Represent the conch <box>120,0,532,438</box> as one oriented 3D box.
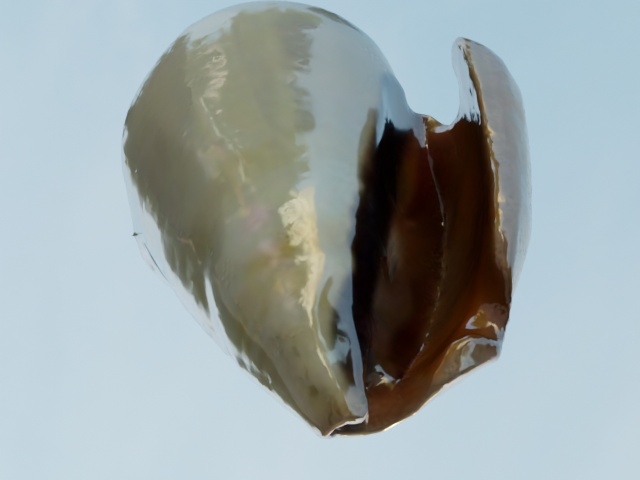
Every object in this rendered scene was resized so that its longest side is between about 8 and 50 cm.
[{"bbox_3d":[0.003,-0.011,0.505,0.104,0.176,0.094,11,-81,-13],"label":"conch"}]
